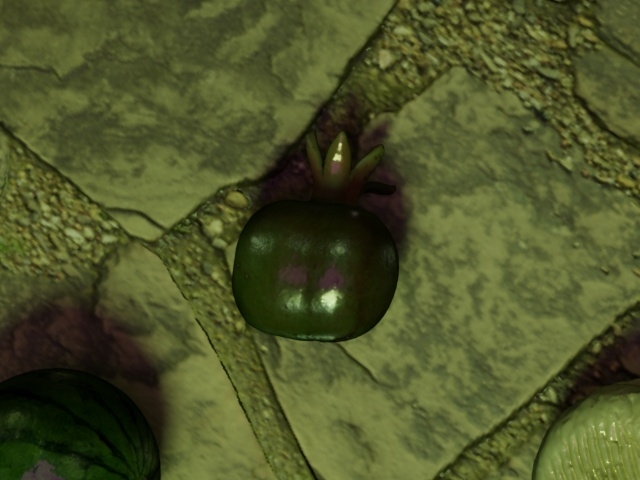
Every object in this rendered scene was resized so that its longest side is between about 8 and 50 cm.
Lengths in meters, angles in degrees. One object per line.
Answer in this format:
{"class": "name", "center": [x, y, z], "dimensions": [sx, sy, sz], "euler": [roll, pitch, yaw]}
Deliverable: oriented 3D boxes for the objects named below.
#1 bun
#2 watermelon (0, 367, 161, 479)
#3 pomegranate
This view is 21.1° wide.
{"class": "bun", "center": [0.294, 0.222, 1.502], "dimensions": [0.220, 0.134, 0.220], "euler": [1, 92, 37]}
{"class": "watermelon", "center": [-0.229, 0.209, 1.557], "dimensions": [0.215, 0.188, 0.188], "euler": [1, 91, 26]}
{"class": "pomegranate", "center": [0.000, 0.000, 1.558], "dimensions": [0.152, 0.131, 0.191], "euler": [4, 69, 14]}
